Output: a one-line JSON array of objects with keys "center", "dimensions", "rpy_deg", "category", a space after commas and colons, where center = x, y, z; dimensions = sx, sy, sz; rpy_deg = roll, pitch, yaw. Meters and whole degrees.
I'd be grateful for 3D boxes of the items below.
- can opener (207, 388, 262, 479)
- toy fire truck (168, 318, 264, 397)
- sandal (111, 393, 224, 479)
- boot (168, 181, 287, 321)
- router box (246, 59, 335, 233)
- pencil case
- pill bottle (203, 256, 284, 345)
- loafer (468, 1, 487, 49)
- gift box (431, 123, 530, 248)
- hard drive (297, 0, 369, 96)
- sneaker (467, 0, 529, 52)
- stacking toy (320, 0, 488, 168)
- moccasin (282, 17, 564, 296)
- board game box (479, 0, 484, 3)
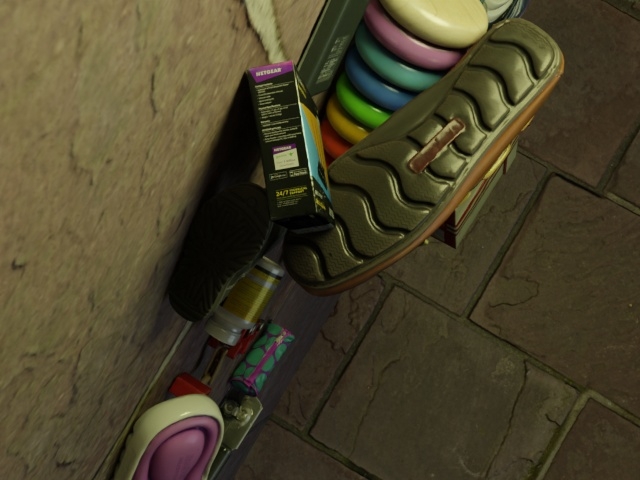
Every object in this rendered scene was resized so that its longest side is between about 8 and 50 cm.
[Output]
[{"center": [-0.214, 0.424, 1.676], "dimensions": [0.283, 0.076, 0.095], "rpy_deg": [-57, 172, -17], "category": "can opener"}, {"center": [-0.145, 0.165, 1.212], "dimensions": [0.135, 0.047, 0.192], "rpy_deg": [-60, 174, 1], "category": "toy fire truck"}, {"center": [-0.209, 0.377, 1.125], "dimensions": [0.169, 0.102, 0.416], "rpy_deg": [-12, 133, -27], "category": "sandal"}, {"center": [-0.067, -0.019, 0.897], "dimensions": [0.190, 0.076, 0.208], "rpy_deg": [-49, 174, 35], "category": "boot"}, {"center": [-0.023, -0.079, 0.787], "dimensions": [0.179, 0.046, 0.133], "rpy_deg": [26, 54, -84], "category": "router box"}, {"center": [-0.113, 0.230, 1.632], "dimensions": [0.152, 0.064, 0.070], "rpy_deg": [-56, -172, -32], "category": "pencil case"}, {"center": [-0.100, 0.072, 1.070], "dimensions": [0.116, 0.065, 0.065], "rpy_deg": [-61, 173, 1], "category": "pill bottle"}, {"center": [0.223, -0.373, 1.527], "dimensions": [0.251, 0.087, 0.094], "rpy_deg": [136, -40, -76], "category": "loafer"}, {"center": [0.206, -0.169, 1.520], "dimensions": [0.258, 0.255, 0.276], "rpy_deg": [-57, 167, -10], "category": "gift box"}, {"center": [0.015, -0.215, 0.874], "dimensions": [0.135, 0.022, 0.094], "rpy_deg": [-63, 172, 23], "category": "hard drive"}, {"center": [0.362, -0.518, 1.646], "dimensions": [0.323, 0.130, 0.236], "rpy_deg": [-50, 174, -27], "category": "sneaker"}, {"center": [0.063, -0.174, 1.041], "dimensions": [0.330, 0.141, 0.141], "rpy_deg": [-56, 177, 40], "category": "stacking toy"}, {"center": [0.111, -0.084, 0.940], "dimensions": [0.380, 0.139, 0.147], "rpy_deg": [-50, 165, -7], "category": "moccasin"}, {"center": [0.218, -0.411, 1.280], "dimensions": [0.336, 0.079, 0.254], "rpy_deg": [-57, 173, -17], "category": "board game box"}]
